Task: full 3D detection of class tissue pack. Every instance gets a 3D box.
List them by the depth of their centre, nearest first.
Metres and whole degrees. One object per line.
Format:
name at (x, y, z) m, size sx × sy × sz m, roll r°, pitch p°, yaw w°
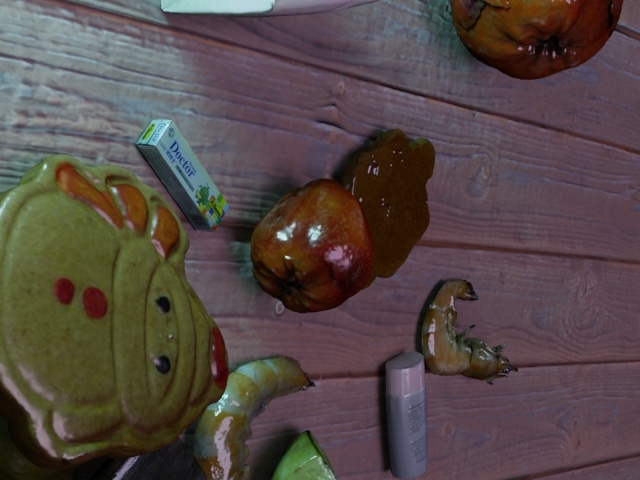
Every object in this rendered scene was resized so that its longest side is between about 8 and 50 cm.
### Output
tissue pack at (-0.052, -0.337, 1.517) m, size 0.225 × 0.185 × 0.124 m, roll -20°, pitch 114°, yaw -48°

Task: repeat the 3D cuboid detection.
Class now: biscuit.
biscuit at (-0.232, 0.084, 1.386) m, size 0.381 × 0.074 × 0.359 m, roll 26°, pitch 56°, yaw -46°
biscuit at (0.089, -0.052, 1.893) m, size 0.290 × 0.041 × 0.208 m, roll -52°, pitch 136°, yaw -32°

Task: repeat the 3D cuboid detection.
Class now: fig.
fig at (-0.329, 0.194, 1.343) m, size 0.133 × 0.126 × 0.185 m, roll -55°, pitch 143°, yaw -9°

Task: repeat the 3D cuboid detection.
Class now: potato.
potato at (-0.045, 0.337, 1.801) m, size 0.120 × 0.149 × 0.081 m, roll -33°, pitch 98°, yaw -2°

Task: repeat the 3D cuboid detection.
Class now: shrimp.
shrimp at (-0.105, 0.260, 1.716) m, size 0.287 × 0.068 × 0.185 m, roll -66°, pitch 147°, yaw -33°
shrimp at (0.263, 0.158, 2.169) m, size 0.296 × 0.058 × 0.169 m, roll 17°, pitch 82°, yaw -50°

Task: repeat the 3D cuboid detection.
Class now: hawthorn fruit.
hawthorn fruit at (-0.008, 0.011, 1.688) m, size 0.179 × 0.173 × 0.174 m, roll -93°, pitch 171°, yaw -61°
hawthorn fruit at (0.339, -0.419, 1.965) m, size 0.276 × 0.276 × 0.308 m, roll 28°, pitch 61°, yaw -52°

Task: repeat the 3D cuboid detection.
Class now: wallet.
wallet at (-0.259, 0.361, 1.466) m, size 0.317 × 0.044 × 0.169 m, roll -52°, pitch 144°, yaw -22°

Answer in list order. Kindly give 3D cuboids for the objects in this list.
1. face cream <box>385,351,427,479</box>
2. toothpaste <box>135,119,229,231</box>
face cream at (0.138, 0.283, 2.032) m, size 0.084 × 0.057 × 0.198 m, roll -22°, pitch 114°, yaw -49°
toothpaste at (-0.169, -0.077, 1.555) m, size 0.046 × 0.034 × 0.164 m, roll -60°, pitch 139°, yaw -29°
